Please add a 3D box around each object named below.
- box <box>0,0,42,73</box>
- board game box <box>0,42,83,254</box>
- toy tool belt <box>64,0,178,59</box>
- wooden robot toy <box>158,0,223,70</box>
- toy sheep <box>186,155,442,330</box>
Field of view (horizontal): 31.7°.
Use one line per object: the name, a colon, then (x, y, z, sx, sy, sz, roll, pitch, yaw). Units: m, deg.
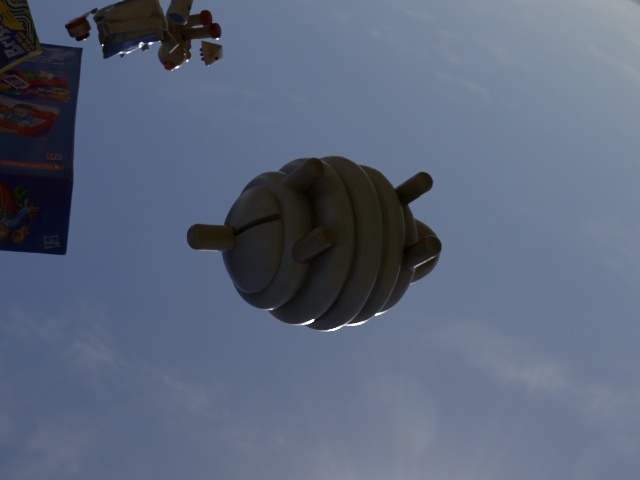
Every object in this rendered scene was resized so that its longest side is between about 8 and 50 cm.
box: (-0.281, -0.177, 0.838, 0.169, 0.059, 0.054, 28, -129, 36)
board game box: (-0.382, -0.098, 0.951, 0.347, 0.078, 0.233, 5, -145, -12)
toy tool belt: (-0.163, -0.167, 0.924, 0.052, 0.083, 0.051, -85, -24, -64)
wooden robot toy: (-0.178, -0.254, 1.419, 0.076, 0.079, 0.173, 1, 153, 28)
toy sheep: (0.000, 0.000, 0.524, 0.132, 0.091, 0.091, 10, -151, -30)
